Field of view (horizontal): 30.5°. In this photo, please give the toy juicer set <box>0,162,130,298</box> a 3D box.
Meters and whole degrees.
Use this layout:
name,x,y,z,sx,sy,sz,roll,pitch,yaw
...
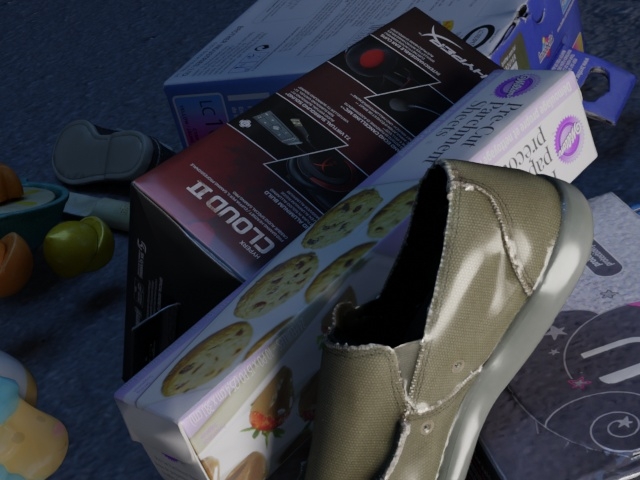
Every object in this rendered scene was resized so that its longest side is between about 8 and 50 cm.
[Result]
name,x,y,z,sx,sy,sz,roll,pitch,yaw
toy juicer set,-0.270,-0.028,1.092,0.209,0.089,0.329,4,17,23

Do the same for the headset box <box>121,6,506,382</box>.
name,x,y,z,sx,sy,sz,roll,pitch,yaw
headset box,-0.012,0.006,0.793,0.110,0.218,0.293,40,55,20

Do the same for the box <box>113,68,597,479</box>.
name,x,y,z,sx,sy,sz,roll,pitch,yaw
box,0.032,0.013,0.646,0.324,0.063,0.067,-40,32,-27

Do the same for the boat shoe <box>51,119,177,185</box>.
name,x,y,z,sx,sy,sz,roll,pitch,yaw
boat shoe,-0.230,-0.089,1.304,0.065,0.075,0.206,17,-6,-41

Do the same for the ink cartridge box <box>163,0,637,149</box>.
name,x,y,z,sx,sy,sz,roll,pitch,yaw
ink cartridge box,0.090,-0.156,1.127,0.395,0.151,0.270,-2,31,29

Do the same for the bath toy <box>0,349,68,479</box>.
name,x,y,z,sx,sy,sz,roll,pitch,yaw
bath toy,-0.325,0.114,0.886,0.151,0.129,0.348,-35,32,-31

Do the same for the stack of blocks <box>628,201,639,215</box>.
name,x,y,z,sx,sy,sz,roll,pitch,yaw
stack of blocks,0.363,0.000,0.755,0.297,0.087,0.171,-20,28,-7

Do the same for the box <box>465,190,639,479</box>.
name,x,y,z,sx,sy,sz,roll,pitch,yaw
box,0.150,0.096,0.638,0.163,0.142,0.247,-19,28,-4

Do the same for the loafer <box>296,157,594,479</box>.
name,x,y,z,sx,sy,sz,roll,pitch,yaw
loafer,0.028,0.068,0.551,0.251,0.087,0.094,-62,22,1
